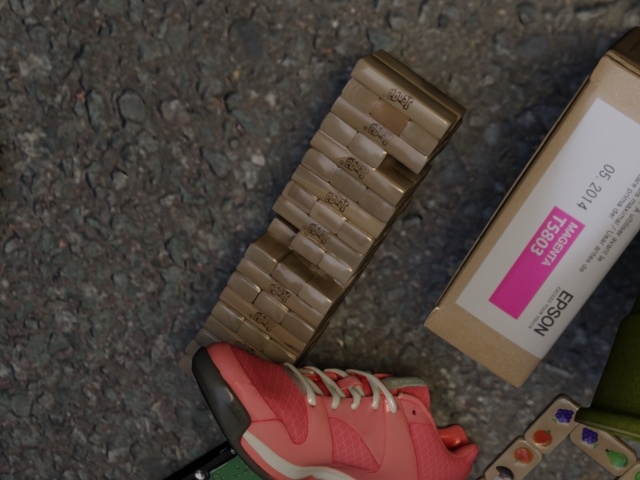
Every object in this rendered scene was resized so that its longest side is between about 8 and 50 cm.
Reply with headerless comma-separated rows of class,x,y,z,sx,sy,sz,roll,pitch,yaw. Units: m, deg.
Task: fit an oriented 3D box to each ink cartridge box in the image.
ink cartridge box,0.190,-0.031,0.766,0.088,0.193,0.234,35,116,8

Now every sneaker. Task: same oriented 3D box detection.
sneaker,0.020,0.149,0.891,0.136,0.116,0.314,-46,127,5

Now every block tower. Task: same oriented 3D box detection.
block tower,0.000,0.000,0.905,0.097,0.091,0.335,37,117,6

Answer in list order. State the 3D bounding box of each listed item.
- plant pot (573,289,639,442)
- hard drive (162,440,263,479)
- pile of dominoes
plant pot,0.378,-0.008,0.605,0.367,0.366,0.352,16,84,15
hard drive,-0.096,0.345,1.070,0.339,0.064,0.237,-36,93,27
pile of dominoes,0.217,0.289,0.948,0.196,0.040,0.251,38,117,5
